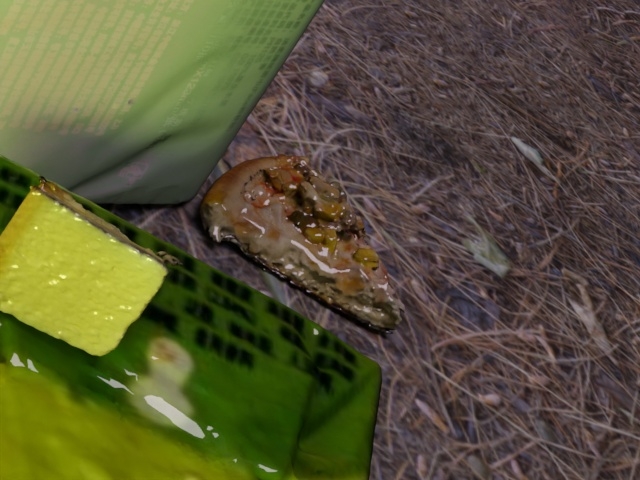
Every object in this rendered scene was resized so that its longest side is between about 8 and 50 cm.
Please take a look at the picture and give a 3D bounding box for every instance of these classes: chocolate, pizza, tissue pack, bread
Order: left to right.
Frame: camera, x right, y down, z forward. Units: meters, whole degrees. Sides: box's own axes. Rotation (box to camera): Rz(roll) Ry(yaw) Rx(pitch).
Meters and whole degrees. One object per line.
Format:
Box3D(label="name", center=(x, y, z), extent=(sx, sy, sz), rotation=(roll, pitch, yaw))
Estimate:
Box3D(label="chocolate", center=(-0.126, 0.122, 0.635), extent=(0.301, 0.137, 0.289), rotation=(29, 30, -14))
Box3D(label="bread", center=(-0.108, -0.005, 0.613), extent=(0.084, 0.080, 0.109), rotation=(32, 32, -10))
Box3D(label="tissue pack", center=(-0.145, -0.227, 0.826), extent=(0.331, 0.405, 0.205), rotation=(-5, 48, -51))
Box3D(label="pizza", center=(0.000, 0.000, 1.029), extent=(0.195, 0.052, 0.185), rotation=(44, 33, 8))
